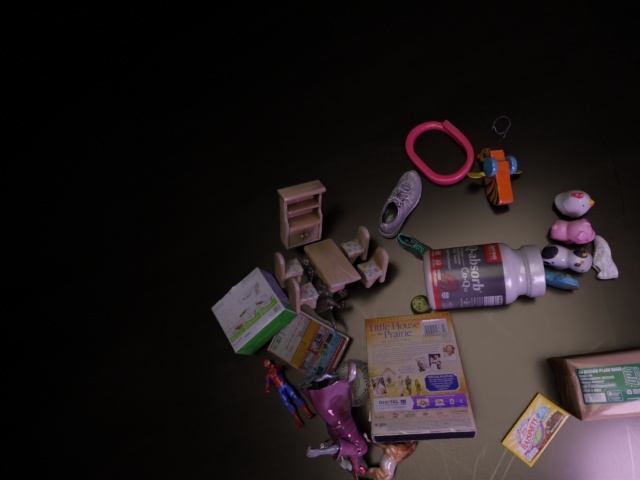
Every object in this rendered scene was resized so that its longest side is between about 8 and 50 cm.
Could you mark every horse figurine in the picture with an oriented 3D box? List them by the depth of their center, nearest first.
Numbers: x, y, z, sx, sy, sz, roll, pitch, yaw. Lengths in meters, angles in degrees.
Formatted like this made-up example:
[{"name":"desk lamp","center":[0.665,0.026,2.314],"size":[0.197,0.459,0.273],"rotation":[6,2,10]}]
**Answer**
[{"name":"horse figurine","center":[0.206,0.757,1.498],"size":[0.175,0.066,0.263],"rotation":[24,82,29]}]

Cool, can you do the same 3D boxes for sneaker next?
[{"name":"sneaker","center":[0.931,0.056,1.449],"size":[0.061,0.054,0.152],"rotation":[-15,72,17]},{"name":"sneaker","center":[0.353,0.021,1.642],"size":[0.167,0.076,0.065],"rotation":[29,87,23]},{"name":"sneaker","center":[0.309,-0.147,1.681],"size":[0.105,0.115,0.281],"rotation":[21,83,23]}]

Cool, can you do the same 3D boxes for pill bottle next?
[{"name":"pill bottle","center":[0.544,0.117,1.479],"size":[0.363,0.210,0.210],"rotation":[-8,73,17]}]

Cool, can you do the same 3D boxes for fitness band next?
[{"name":"fitness band","center":[0.469,-0.351,1.722],"size":[0.209,0.054,0.290],"rotation":[-40,66,8]}]

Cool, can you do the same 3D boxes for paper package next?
[{"name":"paper package","center":[0.863,0.395,1.240],"size":[0.325,0.309,0.168],"rotation":[-12,72,17]}]

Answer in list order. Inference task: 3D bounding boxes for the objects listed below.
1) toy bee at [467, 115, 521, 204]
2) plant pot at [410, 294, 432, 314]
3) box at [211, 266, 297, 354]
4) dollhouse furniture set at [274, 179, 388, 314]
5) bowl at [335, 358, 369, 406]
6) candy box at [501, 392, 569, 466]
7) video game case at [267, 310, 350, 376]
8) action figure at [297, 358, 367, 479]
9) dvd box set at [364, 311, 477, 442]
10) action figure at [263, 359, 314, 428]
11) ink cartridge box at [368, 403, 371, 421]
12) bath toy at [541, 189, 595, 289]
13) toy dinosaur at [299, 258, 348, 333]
[{"name":"toy bee","center":[0.647,-0.280,1.605],"size":[0.195,0.162,0.298],"rotation":[15,94,-9]},{"name":"plant pot","center":[0.362,0.233,1.579],"size":[0.083,0.079,0.083],"rotation":[-5,73,18]},{"name":"box","center":[-0.267,0.282,1.740],"size":[0.262,0.127,0.231],"rotation":[-43,59,5]},{"name":"dollhouse furniture set","center":[0.000,0.000,1.593],"size":[0.362,0.256,0.394],"rotation":[-17,45,-21]},{"name":"bowl","center":[0.111,0.519,1.587],"size":[0.170,0.080,0.170],"rotation":[-5,74,18]},{"name":"candy box","center":[0.686,0.604,1.397],"size":[0.105,0.027,0.205],"rotation":[36,89,27]},{"name":"video game case","center":[-0.049,0.403,1.692],"size":[0.285,0.025,0.204],"rotation":[25,84,28]},{"name":"action figure","center":[0.074,0.621,1.488],"size":[0.276,0.248,0.370],"rotation":[-29,83,-2]},{"name":"dvd box set","center":[0.307,0.432,1.430],"size":[0.308,0.062,0.420],"rotation":[-7,44,8]},{"name":"action figure","center":[-0.147,0.563,1.636],"size":[0.091,0.139,0.280],"rotation":[-41,64,3]},{"name":"ink cartridge box","center":[0.225,0.585,1.475],"size":[0.104,0.180,0.060],"rotation":[5,78,20]},{"name":"bath toy","center":[0.839,-0.015,1.458],"size":[0.152,0.129,0.348],"rotation":[14,80,16]},{"name":"toy dinosaur","center":[0.018,0.215,1.700],"size":[0.160,0.121,0.313],"rotation":[-23,74,24]}]
